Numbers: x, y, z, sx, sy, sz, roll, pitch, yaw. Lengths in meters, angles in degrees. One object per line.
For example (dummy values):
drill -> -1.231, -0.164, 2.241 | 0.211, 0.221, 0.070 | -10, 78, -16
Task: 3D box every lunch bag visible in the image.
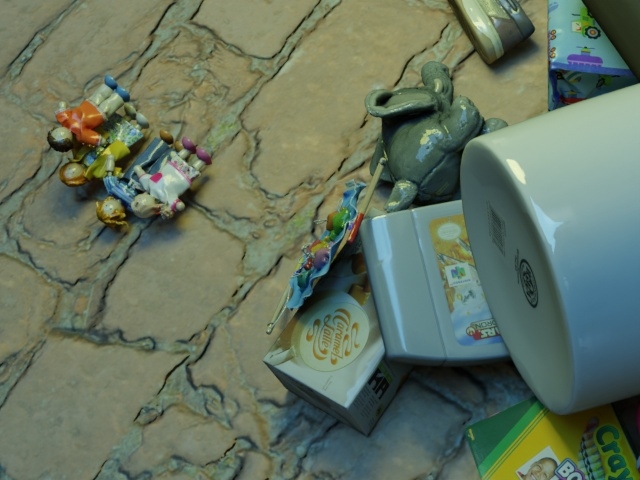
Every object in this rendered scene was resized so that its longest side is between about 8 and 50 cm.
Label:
lunch bag -> 0.446, -0.271, 1.585 | 0.293, 0.138, 0.221 | 0, 57, 11

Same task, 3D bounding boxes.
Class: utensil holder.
utensil holder -> 0.380, -0.016, 1.265 | 0.386, 0.327, 0.327 | -18, 54, -7

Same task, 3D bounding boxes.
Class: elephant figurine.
elephant figurine -> 0.129, -0.145, 1.620 | 0.239, 0.186, 0.169 | 44, 113, 44

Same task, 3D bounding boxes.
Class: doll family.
doll family -> -0.290, -0.106, 1.787 | 0.263, 0.118, 0.163 | 38, 71, 16

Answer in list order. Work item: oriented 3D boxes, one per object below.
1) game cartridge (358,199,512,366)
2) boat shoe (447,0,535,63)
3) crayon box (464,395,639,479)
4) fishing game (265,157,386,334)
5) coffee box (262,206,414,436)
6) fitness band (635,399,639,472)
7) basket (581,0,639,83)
game cartridge -> 0.208, 0.044, 1.437 | 0.297, 0.062, 0.198 | -11, 72, -8
boat shoe -> 0.224, -0.381, 1.748 | 0.092, 0.103, 0.285 | -21, 58, 2
crayon box -> 0.278, 0.295, 1.291 | 0.165, 0.081, 0.278 | -27, 47, 12
fishing game -> 0.000, 0.000, 1.516 | 0.041, 0.264, 0.189 | 30, 55, -8
coffee box -> 0.062, 0.099, 1.512 | 0.141, 0.098, 0.246 | 27, 73, 32
fitness band -> 0.450, 0.243, 1.235 | 0.209, 0.054, 0.291 | -10, 42, -33
basket -> 0.408, -0.274, 1.441 | 0.154, 0.204, 0.226 | -37, 70, 30
